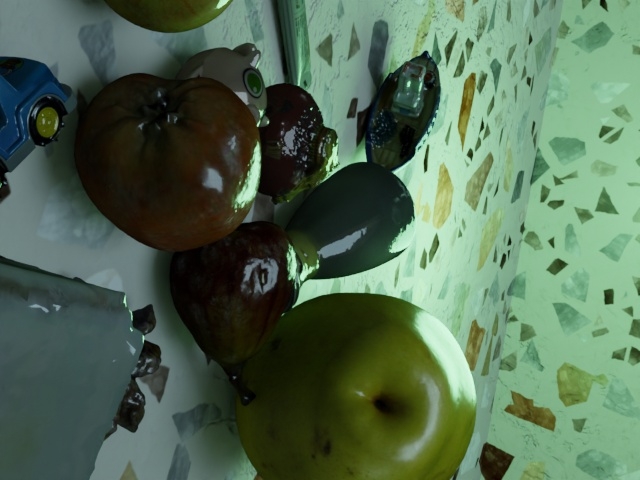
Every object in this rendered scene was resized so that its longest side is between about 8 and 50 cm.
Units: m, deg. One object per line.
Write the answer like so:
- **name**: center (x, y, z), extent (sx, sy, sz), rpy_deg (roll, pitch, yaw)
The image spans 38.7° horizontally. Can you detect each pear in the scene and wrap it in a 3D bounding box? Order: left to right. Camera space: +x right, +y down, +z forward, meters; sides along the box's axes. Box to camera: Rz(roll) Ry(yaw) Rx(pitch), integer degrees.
- **pear**: center (0.055, 0.246, 1.372), extent (0.418, 0.362, 0.363), rpy_deg (121, -11, -77)

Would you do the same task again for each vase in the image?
- **vase**: center (0.000, 0.000, 1.404), extent (0.321, 0.173, 0.173), rpy_deg (-30, 128, -49)

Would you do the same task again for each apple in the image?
- **apple**: center (-0.157, -0.302, 0.921), extent (0.155, 0.182, 0.183), rpy_deg (-94, 179, -56)

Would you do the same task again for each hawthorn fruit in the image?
- **hawthorn fruit**: center (-0.157, -0.068, 1.005), extent (0.251, 0.199, 0.199), rpy_deg (85, 28, -60)

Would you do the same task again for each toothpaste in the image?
- **toothpaste**: center (-0.038, -0.318, 1.300), extent (0.255, 0.037, 0.067), rpy_deg (81, 27, -44)

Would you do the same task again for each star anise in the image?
- **star anise**: center (-0.252, 0.155, 1.040), extent (0.212, 0.073, 0.197), rpy_deg (34, 69, -61)

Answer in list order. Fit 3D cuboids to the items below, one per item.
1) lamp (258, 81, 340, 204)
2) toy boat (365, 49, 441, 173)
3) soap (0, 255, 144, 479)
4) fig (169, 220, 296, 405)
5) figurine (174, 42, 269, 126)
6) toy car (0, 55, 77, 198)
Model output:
- **lamp**: center (-0.044, -0.136, 1.259), extent (0.157, 0.134, 0.156), rpy_deg (41, 64, -59)
- **toy boat**: center (0.146, -0.228, 1.623), extent (0.115, 0.114, 0.262), rpy_deg (45, 64, -75)
- **soap**: center (-0.355, 0.182, 0.530), extent (0.213, 0.350, 0.435), rpy_deg (28, 79, -64)
- **fig**: center (-0.114, 0.101, 1.212), extent (0.170, 0.145, 0.274), rpy_deg (-24, 124, -42)
- **figurine**: center (-0.119, -0.170, 1.104), extent (0.138, 0.125, 0.125), rpy_deg (-57, 148, -46)
- **toy car**: center (-0.305, -0.102, 0.781), extent (0.191, 0.097, 0.100), rpy_deg (-57, 147, -36)
